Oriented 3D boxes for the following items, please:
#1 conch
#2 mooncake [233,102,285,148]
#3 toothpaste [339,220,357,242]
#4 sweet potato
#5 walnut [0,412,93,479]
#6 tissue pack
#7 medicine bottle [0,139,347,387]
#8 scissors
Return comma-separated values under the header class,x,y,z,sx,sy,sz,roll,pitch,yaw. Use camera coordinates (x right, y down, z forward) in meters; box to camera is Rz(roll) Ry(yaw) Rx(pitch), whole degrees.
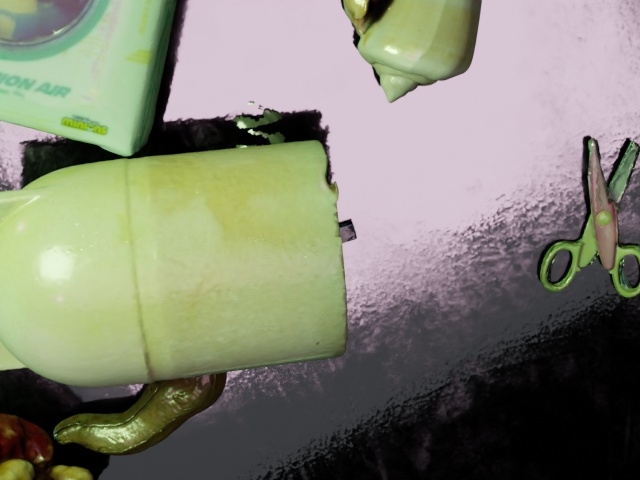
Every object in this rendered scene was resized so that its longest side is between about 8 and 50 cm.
class,x,y,z,sx,sy,sz,roll,pitch,yaw
conch,0.106,-0.269,1.274,0.158,0.127,0.255,22,77,-6
mooncake,-0.007,-0.250,1.298,0.150,0.057,0.346,9,97,10
toothpaste,0.000,0.000,1.370,0.083,0.017,0.020,-17,103,3
sweet potato,-0.202,0.199,1.394,0.233,0.062,0.081,-31,87,10
walnut,-0.397,0.343,1.364,0.269,0.244,0.221,-46,61,17
tissue pack,-0.280,-0.310,1.220,0.287,0.162,0.388,13,103,-7
medicine bottle,-0.186,0.031,1.226,0.406,0.236,0.235,-6,103,-5
scissors,0.328,-0.025,1.368,0.134,0.020,0.187,3,105,-5
